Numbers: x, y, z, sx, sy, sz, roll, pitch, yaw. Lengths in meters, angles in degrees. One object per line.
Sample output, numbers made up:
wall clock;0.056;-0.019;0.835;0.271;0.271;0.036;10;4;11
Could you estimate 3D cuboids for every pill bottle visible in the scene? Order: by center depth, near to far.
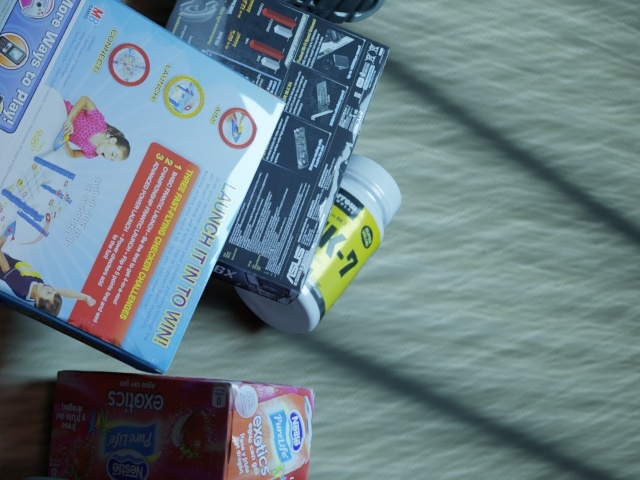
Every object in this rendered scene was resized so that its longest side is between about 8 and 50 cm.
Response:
pill bottle;0.000;0.000;1.616;0.208;0.119;0.119;-51;120;-30

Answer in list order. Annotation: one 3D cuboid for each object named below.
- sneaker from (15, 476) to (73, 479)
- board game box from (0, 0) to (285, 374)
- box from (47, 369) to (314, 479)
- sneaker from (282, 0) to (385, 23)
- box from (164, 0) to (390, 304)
sneaker;-0.205;0.364;1.333;0.295;0.124;0.178;37;41;-30
board game box;-0.229;-0.071;1.327;0.302;0.086;0.308;30;74;-23
box;-0.144;0.199;1.386;0.128;0.257;0.122;11;81;-50
sneaker;-0.049;-0.326;1.613;0.267;0.101;0.106;6;56;-35
box;-0.088;-0.116;1.496;0.242;0.076;0.307;22;74;-8
